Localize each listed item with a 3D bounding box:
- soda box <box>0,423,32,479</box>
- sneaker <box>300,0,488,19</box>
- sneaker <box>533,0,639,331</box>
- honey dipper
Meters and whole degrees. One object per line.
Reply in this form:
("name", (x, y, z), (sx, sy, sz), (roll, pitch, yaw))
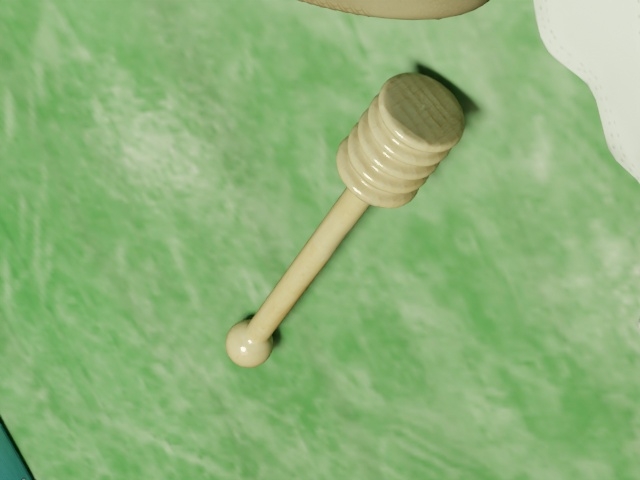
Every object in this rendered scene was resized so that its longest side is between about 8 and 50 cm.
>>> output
("soda box", (-0.195, 0.059, 0.794), (0.071, 0.067, 0.210), (-1, 126, 32))
("sneaker", (-0.035, -0.114, 0.567), (0.188, 0.066, 0.071), (10, 115, 16))
("sneaker", (0.102, -0.033, 0.456), (0.210, 0.137, 0.365), (21, 117, 28))
("honey dipper", (0.000, 0.000, 0.658), (0.030, 0.030, 0.160), (36, 139, -2))
